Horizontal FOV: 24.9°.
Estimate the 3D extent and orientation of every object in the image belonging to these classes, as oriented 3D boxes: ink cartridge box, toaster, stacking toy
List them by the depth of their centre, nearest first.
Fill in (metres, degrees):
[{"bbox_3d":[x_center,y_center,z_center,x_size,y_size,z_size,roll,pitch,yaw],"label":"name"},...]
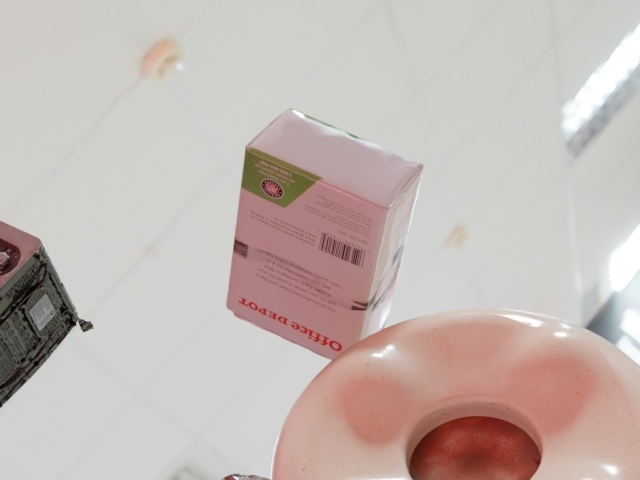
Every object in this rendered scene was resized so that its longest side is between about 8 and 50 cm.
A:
[{"bbox_3d":[0.158,0.334,1.350,0.351,0.351,0.479,-38,-43,-29],"label":"stacking toy"},{"bbox_3d":[0.000,0.000,1.477,0.092,0.160,0.219,-49,-22,-45],"label":"ink cartridge box"},{"bbox_3d":[-0.372,0.088,1.647,0.168,0.110,0.185,-49,-31,-24],"label":"toaster"}]

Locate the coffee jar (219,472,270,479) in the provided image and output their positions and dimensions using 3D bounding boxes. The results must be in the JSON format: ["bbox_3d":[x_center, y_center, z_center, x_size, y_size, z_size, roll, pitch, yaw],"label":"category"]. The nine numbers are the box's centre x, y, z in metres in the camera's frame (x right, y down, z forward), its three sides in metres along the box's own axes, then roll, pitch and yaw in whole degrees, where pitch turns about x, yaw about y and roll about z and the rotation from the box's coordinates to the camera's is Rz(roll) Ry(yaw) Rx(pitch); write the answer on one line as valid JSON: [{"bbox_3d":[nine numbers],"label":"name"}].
[{"bbox_3d":[-0.071,0.326,1.407,0.079,0.096,0.184,3,-78,-62],"label":"coffee jar"}]
